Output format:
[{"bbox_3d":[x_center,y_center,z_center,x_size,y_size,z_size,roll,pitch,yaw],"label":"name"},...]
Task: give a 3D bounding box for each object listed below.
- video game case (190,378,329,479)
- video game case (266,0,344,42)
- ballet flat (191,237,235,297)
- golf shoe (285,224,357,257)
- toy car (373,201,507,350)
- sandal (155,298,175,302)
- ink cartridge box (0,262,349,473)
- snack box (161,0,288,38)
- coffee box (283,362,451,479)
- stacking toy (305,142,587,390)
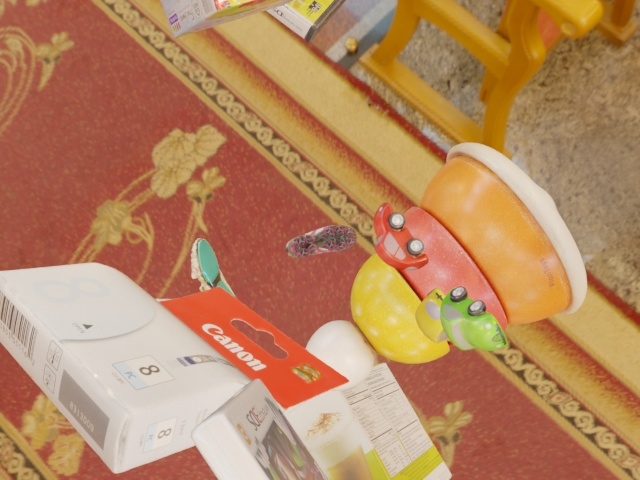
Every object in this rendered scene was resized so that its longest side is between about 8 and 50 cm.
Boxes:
[{"bbox_3d":[0.004,0.167,0.392,0.022,0.173,0.190,-35,85,-2],"label":"video game case"},{"bbox_3d":[-0.055,-0.449,1.064,0.248,0.035,0.275,35,51,-5],"label":"video game case"},{"bbox_3d":[-0.301,0.108,1.883,0.077,0.091,0.241,-12,112,29],"label":"ballet flat"},{"bbox_3d":[0.000,0.000,1.778,0.186,0.086,0.068,-10,92,-19],"label":"golf shoe"},{"bbox_3d":[0.150,0.078,0.881,0.053,0.225,0.239,-35,116,-5],"label":"toy car"},{"bbox_3d":[-0.440,0.193,1.849,0.265,0.102,0.076,-14,86,-45],"label":"sandal"},{"bbox_3d":[-0.179,0.123,0.921,0.308,0.385,0.091,30,115,35],"label":"ink cartridge box"},{"bbox_3d":[-0.053,-0.187,0.517,0.100,0.141,0.037,-22,106,-19],"label":"snack box"},{"bbox_3d":[0.050,0.528,1.666,0.337,0.338,0.334,-37,74,20],"label":"coffee box"},{"bbox_3d":[0.169,0.088,1.207,0.480,0.350,0.351,-34,74,-4],"label":"stacking toy"}]
